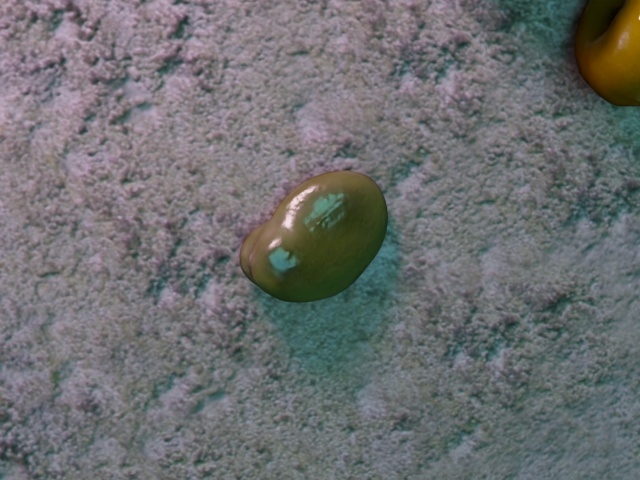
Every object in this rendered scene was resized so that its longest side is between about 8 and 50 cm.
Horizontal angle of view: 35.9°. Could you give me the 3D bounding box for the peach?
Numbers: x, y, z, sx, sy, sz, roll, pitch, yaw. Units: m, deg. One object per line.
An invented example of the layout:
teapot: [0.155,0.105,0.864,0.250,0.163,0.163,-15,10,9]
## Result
peach: [0.506,-0.337,1.557,0.153,0.251,0.251,23,96,-21]

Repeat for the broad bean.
broad bean: [0.000,0.000,1.599,0.263,0.121,0.189,-37,109,-4]
